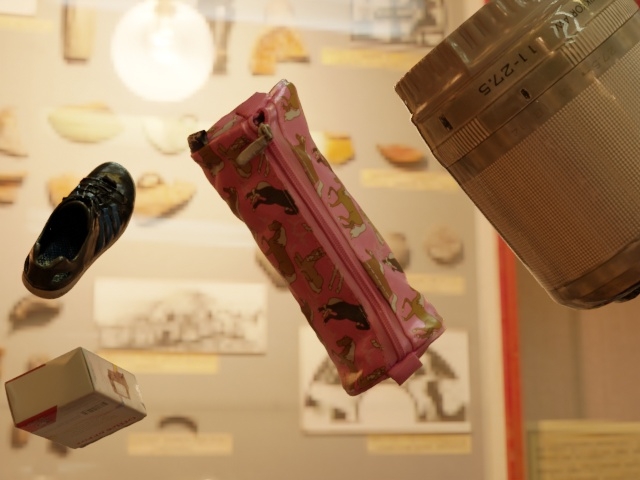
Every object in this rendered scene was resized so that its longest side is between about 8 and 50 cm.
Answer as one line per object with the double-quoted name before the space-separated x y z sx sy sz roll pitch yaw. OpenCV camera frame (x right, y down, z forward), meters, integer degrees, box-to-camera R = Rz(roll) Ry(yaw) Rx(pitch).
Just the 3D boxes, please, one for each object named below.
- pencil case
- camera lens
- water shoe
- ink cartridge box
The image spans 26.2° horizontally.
"pencil case" 0.000 0.000 1.673 0.160 0.386 0.167 -31 3 33
"camera lens" 0.226 -0.093 1.210 0.219 0.274 0.219 -40 1 1
"water shoe" -0.253 -0.023 1.502 0.073 0.203 0.080 26 -39 -1
"ink cartridge box" -0.343 0.225 1.941 0.127 0.072 0.175 -26 -24 8
